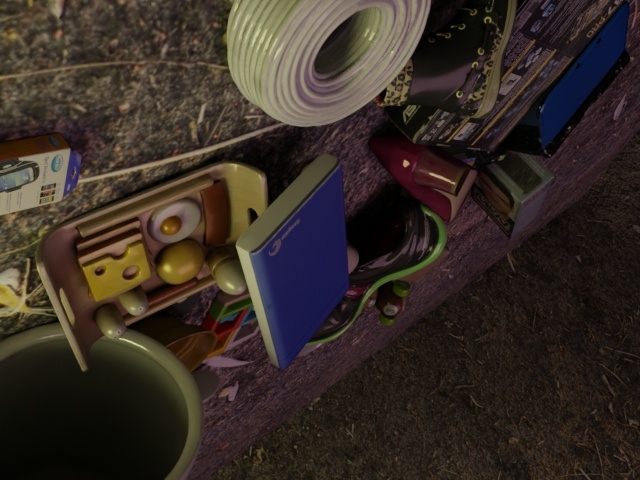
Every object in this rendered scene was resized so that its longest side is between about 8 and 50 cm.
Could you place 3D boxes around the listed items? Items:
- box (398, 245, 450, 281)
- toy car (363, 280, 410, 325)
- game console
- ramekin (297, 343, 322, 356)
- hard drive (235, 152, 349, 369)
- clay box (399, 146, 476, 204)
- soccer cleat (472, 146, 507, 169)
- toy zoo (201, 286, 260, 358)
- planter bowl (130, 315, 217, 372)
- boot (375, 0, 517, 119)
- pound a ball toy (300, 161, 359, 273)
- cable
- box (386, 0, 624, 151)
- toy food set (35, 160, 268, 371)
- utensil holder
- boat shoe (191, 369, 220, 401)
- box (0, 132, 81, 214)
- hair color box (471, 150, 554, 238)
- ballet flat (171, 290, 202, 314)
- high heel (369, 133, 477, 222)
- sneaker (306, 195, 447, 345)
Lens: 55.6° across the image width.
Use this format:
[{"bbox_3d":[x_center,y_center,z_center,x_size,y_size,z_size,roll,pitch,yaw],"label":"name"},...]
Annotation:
[{"bbox_3d":[0.238,0.021,1.655,0.148,0.121,0.311,-45,160,14],"label":"box"},{"bbox_3d":[0.150,0.176,1.836,0.188,0.149,0.155,-9,135,-34],"label":"toy car"},{"bbox_3d":[0.510,-0.343,1.308,0.173,0.250,0.293,43,86,-28],"label":"game console"},{"bbox_3d":[-0.030,0.220,1.629,0.207,0.109,0.207,-34,160,-14],"label":"ramekin"},{"bbox_3d":[-0.028,0.045,0.967,0.210,0.040,0.319,-49,152,-29],"label":"hard drive"},{"bbox_3d":[0.263,-0.134,1.403,0.127,0.053,0.222,-12,153,-11],"label":"clay box"},{"bbox_3d":[0.402,-0.209,1.452,0.179,0.072,0.060,-47,166,-35],"label":"soccer cleat"},{"bbox_3d":[-0.191,0.183,1.373,0.192,0.030,0.293,-20,153,-43],"label":"toy zoo"},{"bbox_3d":[-0.306,0.203,1.119,0.217,0.090,0.217,-35,160,-15],"label":"planter bowl"},{"bbox_3d":[0.175,-0.295,0.864,0.178,0.085,0.236,0,107,-15],"label":"boot"},{"bbox_3d":[0.000,0.000,1.156,0.208,0.136,0.319,-42,161,8],"label":"pound a ball toy"},{"bbox_3d":[0.013,-0.244,0.707,0.257,0.089,0.257,-28,158,-29],"label":"cable"},{"bbox_3d":[0.336,-0.333,1.054,0.318,0.097,0.395,-5,141,-48],"label":"box"},{"bbox_3d":[-0.207,0.040,0.832,0.306,0.092,0.220,-26,140,-25],"label":"toy food set"},{"bbox_3d":[-0.374,0.371,0.910,0.327,0.327,0.385,-19,141,-45],"label":"utensil holder"},{"bbox_3d":[-0.355,0.389,1.484,0.227,0.079,0.081,-24,166,-25],"label":"boat shoe"},{"bbox_3d":[-0.312,-0.063,0.613,0.136,0.028,0.081,-24,156,-43],"label":"box"},{"bbox_3d":[0.526,-0.148,1.705,0.113,0.185,0.374,-39,161,1],"label":"hair color box"},{"bbox_3d":[-0.213,0.044,0.968,0.074,0.074,0.203,-10,140,-54],"label":"ballet flat"},{"bbox_3d":[0.217,-0.139,1.249,0.127,0.181,0.377,-61,165,-2],"label":"high heel"},{"bbox_3d":[0.060,0.061,1.416,0.483,0.185,0.202,-41,134,12],"label":"sneaker"}]
